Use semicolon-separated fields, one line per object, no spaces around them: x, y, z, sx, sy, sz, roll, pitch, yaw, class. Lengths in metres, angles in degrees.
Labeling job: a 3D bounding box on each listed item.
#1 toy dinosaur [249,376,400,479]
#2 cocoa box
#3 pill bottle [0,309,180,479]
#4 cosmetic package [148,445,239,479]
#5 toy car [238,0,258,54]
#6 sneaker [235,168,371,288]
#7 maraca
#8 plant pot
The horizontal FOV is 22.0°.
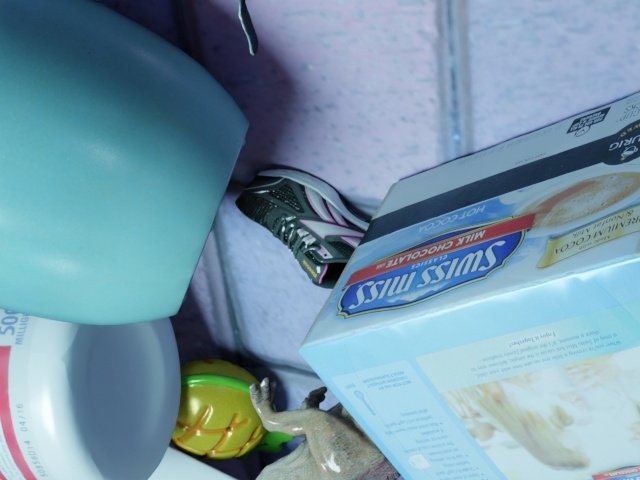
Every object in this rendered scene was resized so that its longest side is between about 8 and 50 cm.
0.058;0.189;1.546;0.200;0.295;0.127;57;179;30;toy dinosaur
0.204;0.059;1.322;0.347;0.228;0.231;-18;119;41;cocoa box
-0.365;0.142;1.641;0.407;0.229;0.229;-4;128;25;pill bottle
-0.116;0.348;1.712;0.365;0.197;0.155;23;163;12;cosmetic package
-0.031;-0.230;1.252;0.149;0.155;0.188;21;147;12;toy car
0.000;0.000;1.501;0.178;0.077;0.072;25;137;8;sneaker
-0.103;0.187;1.732;0.127;0.099;0.186;-12;145;23;maraca
-0.199;-0.060;1.420;0.235;0.293;0.293;21;139;-4;plant pot
